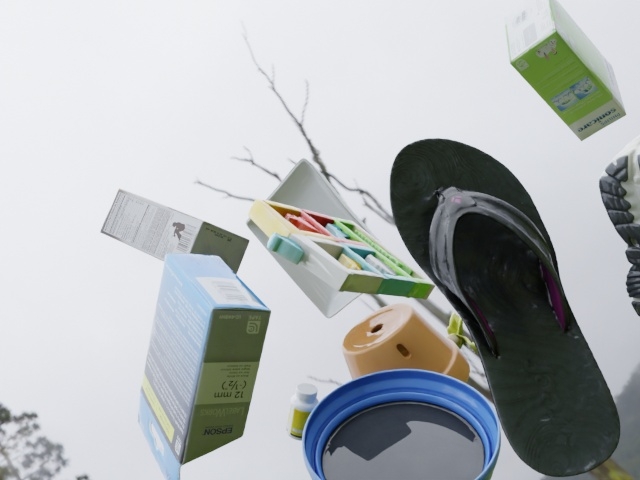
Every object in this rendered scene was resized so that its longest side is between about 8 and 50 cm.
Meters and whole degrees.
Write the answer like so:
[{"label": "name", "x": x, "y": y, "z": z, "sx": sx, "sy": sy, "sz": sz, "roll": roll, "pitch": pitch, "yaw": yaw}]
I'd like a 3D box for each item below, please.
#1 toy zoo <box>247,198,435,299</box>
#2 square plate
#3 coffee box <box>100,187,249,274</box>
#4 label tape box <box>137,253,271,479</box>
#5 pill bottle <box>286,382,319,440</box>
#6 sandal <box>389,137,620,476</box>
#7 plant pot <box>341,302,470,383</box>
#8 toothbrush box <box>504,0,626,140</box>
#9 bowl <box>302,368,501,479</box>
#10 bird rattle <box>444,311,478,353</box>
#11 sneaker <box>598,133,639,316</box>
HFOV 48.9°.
[{"label": "toy zoo", "x": 0.024, "y": 0.013, "z": 1.006, "sx": 0.293, "sy": 0.192, "sz": 0.030, "roll": 11, "pitch": -67, "yaw": -53}, {"label": "square plate", "x": 0.000, "y": 0.000, "z": 1.778, "sx": 0.049, "sy": 0.347, "sz": 0.344, "roll": -40, "pitch": -1, "yaw": -41}, {"label": "coffee box", "x": -0.336, "y": -0.009, "z": 1.611, "sx": 0.168, "sy": 0.297, "sz": 0.118, "roll": 26, "pitch": -95, "yaw": -54}, {"label": "label tape box", "x": -0.214, "y": 0.226, "z": 1.226, "sx": 0.115, "sy": 0.249, "sz": 0.347, "roll": 3, "pitch": -72, "yaw": -30}, {"label": "pill bottle", "x": -0.038, "y": 0.378, "z": 1.558, "sx": 0.065, "sy": 0.065, "sz": 0.116, "roll": -12, "pitch": -62, "yaw": -45}, {"label": "sandal", "x": 0.223, "y": 0.055, "z": 0.837, "sx": 0.168, "sy": 0.445, "sz": 0.107, "roll": -26, "pitch": -15, "yaw": 0}, {"label": "plant pot", "x": 0.184, "y": 0.290, "z": 1.703, "sx": 0.291, "sy": 0.291, "sz": 0.203, "roll": -38, "pitch": -75, "yaw": -18}, {"label": "toothbrush box", "x": 0.555, "y": -0.400, "z": 1.604, "sx": 0.283, "sy": 0.206, "sz": 0.122, "roll": 36, "pitch": -50, "yaw": -25}, {"label": "bowl", "x": 0.160, "y": 0.405, "z": 1.403, "sx": 0.391, "sy": 0.391, "sz": 0.077, "roll": -27, "pitch": -58, "yaw": -32}, {"label": "bird rattle", "x": 0.339, "y": 0.332, "z": 2.012, "sx": 0.207, "sy": 0.143, "sz": 0.253, "roll": -9, "pitch": -36, "yaw": -50}, {"label": "sneaker", "x": 0.388, "y": 0.006, "z": 0.739, "sx": 0.110, "sy": 0.107, "sz": 0.275, "roll": -35, "pitch": -66, "yaw": -27}]
